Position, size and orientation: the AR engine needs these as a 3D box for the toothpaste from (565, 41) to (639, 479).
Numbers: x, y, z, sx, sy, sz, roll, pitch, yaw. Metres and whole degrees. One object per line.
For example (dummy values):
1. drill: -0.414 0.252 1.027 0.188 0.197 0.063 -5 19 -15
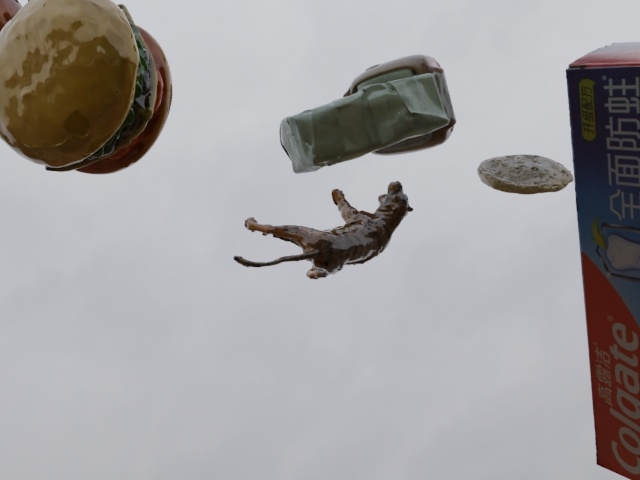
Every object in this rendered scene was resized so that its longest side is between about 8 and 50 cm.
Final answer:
1. toothpaste: 0.228 0.030 0.437 0.066 0.076 0.320 -29 -64 -33

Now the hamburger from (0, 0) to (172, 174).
1. hamburger: -0.210 -0.137 0.568 0.162 0.162 0.115 -22 -11 17

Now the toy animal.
1. toy animal: 0.002 0.008 0.822 0.116 0.255 0.114 4 -69 47

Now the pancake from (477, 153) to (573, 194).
1. pancake: 0.301 -0.101 0.958 0.139 0.139 0.022 -5 -63 -2

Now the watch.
1. watch: 0.063 -0.197 1.051 0.253 0.161 0.241 -7 14 47

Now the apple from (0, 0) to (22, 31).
1. apple: -0.531 -0.332 1.004 0.162 0.201 0.201 -41 -41 -14

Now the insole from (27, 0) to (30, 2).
1. insole: -0.492 -0.454 1.162 0.065 0.004 0.197 3 -71 -25
